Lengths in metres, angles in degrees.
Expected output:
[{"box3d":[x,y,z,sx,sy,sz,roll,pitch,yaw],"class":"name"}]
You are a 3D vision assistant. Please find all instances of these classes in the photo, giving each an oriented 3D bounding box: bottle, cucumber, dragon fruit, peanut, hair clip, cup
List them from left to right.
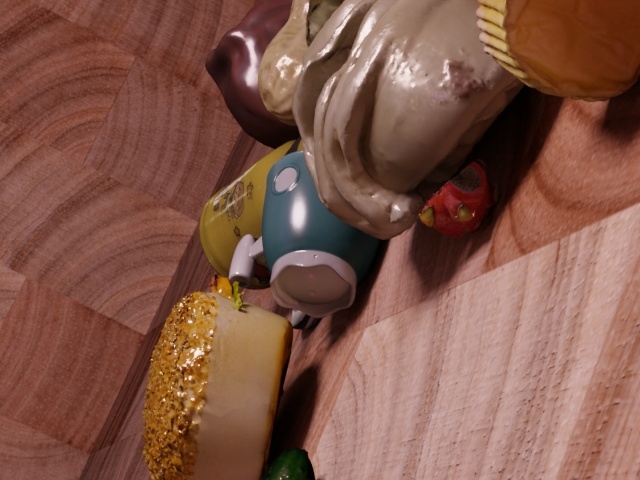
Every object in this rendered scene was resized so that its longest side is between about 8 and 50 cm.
[{"box3d":[-0.046,0.319,1.565,0.069,0.069,0.227,-51,18,45],"class":"cucumber"},{"box3d":[-0.033,-0.058,2.108,0.351,0.171,0.172,-35,29,56],"class":"bottle"},{"box3d":[-0.010,0.067,2.040,0.116,0.049,0.172,-64,8,-29],"class":"hair clip"},{"box3d":[-0.007,-0.290,2.078,0.136,0.120,0.298,-13,48,51],"class":"peanut"},{"box3d":[0.000,0.000,1.875,0.299,0.167,0.173,-23,42,33],"class":"cup"},{"box3d":[0.151,-0.038,1.511,0.083,0.060,0.056,-37,-4,-28],"class":"dragon fruit"}]

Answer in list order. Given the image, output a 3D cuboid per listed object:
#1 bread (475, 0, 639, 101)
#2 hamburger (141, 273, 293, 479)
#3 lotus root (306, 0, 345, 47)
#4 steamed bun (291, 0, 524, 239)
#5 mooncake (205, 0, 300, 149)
[{"box3d":[0.243,-0.249,1.295,0.133,0.179,0.250,-132,61,-69],"class":"bread"},{"box3d":[-0.139,0.201,1.864,0.294,0.179,0.276,-79,1,-54],"class":"hamburger"},{"box3d":[0.131,-0.382,1.982,0.250,0.250,0.346,-48,14,52],"class":"lotus root"},{"box3d":[0.082,-0.167,1.627,0.310,0.219,0.324,-54,-1,25],"class":"steamed bun"},{"box3d":[-0.011,-0.310,2.242,0.325,0.334,0.174,-26,-12,-17],"class":"mooncake"}]
